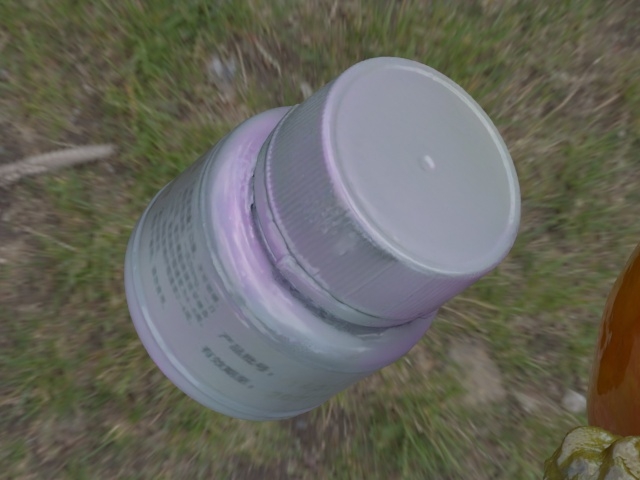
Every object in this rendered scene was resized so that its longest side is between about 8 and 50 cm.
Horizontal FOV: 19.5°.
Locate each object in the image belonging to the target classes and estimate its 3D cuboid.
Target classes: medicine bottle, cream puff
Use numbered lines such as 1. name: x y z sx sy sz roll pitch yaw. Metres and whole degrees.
1. medicine bottle: 0.000 0.000 1.569 0.241 0.302 0.241 18 57 -30
2. cream puff: 0.131 0.118 0.785 0.058 0.083 0.083 -20 106 -28

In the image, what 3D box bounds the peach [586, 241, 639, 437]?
1. peach: 0.357 0.104 1.273 0.342 0.301 0.343 1 87 -14
